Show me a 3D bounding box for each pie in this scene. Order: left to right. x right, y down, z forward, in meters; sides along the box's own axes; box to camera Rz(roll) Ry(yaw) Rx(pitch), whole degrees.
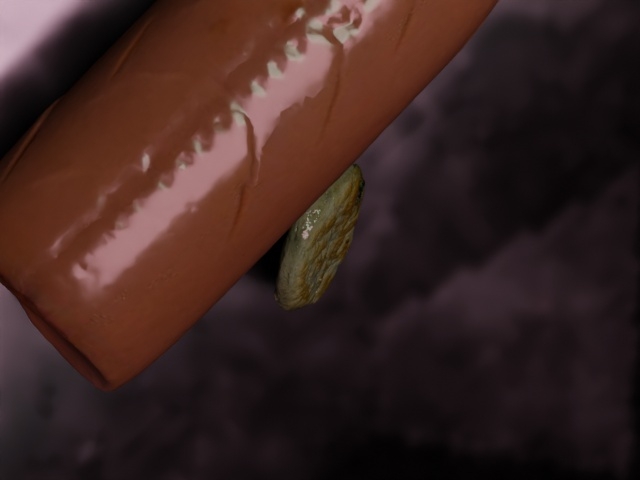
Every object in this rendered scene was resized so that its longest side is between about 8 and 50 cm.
[{"bbox_3d":[0.000,0.000,0.961,0.017,0.085,0.085,29,94,14],"label":"pie"}]

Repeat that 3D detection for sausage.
[{"bbox_3d":[-0.034,-0.072,0.901,0.304,0.121,0.121,-46,114,-5],"label":"sausage"}]
